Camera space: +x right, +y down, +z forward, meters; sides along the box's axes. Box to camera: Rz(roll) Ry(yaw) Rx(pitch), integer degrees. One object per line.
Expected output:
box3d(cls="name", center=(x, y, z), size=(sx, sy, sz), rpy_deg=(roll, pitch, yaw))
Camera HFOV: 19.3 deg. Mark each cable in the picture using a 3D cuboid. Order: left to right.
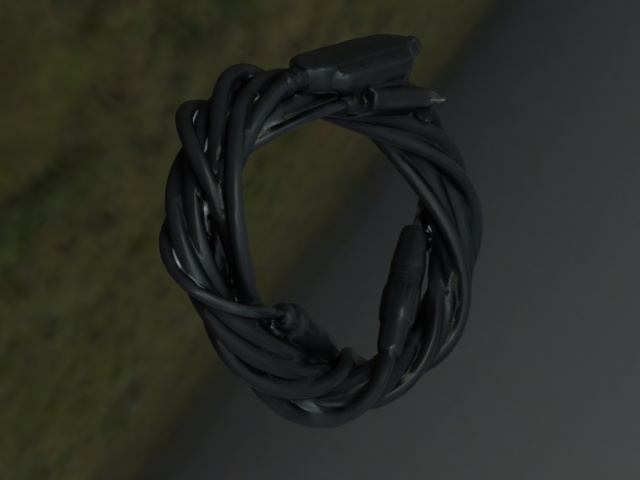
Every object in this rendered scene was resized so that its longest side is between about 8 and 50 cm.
box3d(cls="cable", center=(0.000, 0.000, 0.750), size=(0.047, 0.150, 0.184), rpy_deg=(1, -164, 36))
